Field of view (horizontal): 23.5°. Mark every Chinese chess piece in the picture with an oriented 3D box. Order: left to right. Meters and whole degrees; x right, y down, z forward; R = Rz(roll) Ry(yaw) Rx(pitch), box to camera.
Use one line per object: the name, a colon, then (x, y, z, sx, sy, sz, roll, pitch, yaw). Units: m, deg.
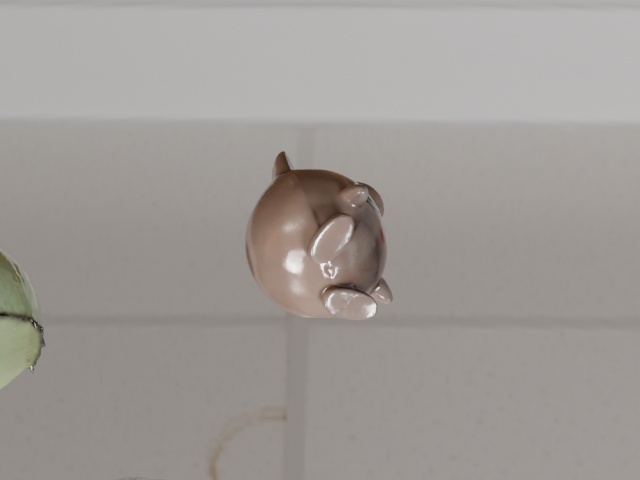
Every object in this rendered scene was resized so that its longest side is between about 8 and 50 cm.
Chinese chess piece: (-0.572, 0.146, 2.220, 0.349, 0.349, 0.146, -17, -115, -25)

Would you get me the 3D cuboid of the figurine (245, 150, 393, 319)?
figurine: (0.000, 0.000, 1.221, 0.125, 0.125, 0.138, -7, -157, -11)

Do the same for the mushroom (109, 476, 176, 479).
mushroom: (-0.141, 0.353, 1.409, 0.208, 0.302, 0.233, -26, -157, 55)
